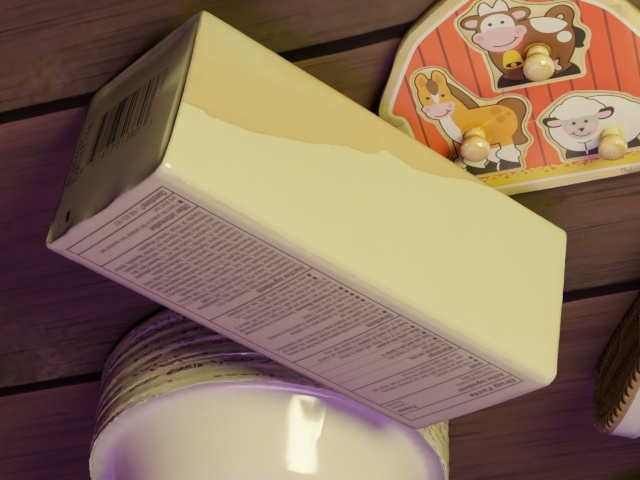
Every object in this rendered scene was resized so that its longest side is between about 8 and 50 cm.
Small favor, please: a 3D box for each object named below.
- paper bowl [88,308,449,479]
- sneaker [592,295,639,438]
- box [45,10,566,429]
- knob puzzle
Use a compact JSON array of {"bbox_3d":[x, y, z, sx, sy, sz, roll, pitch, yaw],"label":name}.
[{"bbox_3d":[-0.041,0.180,1.184,0.284,0.148,0.284,2,140,2],"label":"paper bowl"},{"bbox_3d":[0.312,0.067,1.069,0.153,0.099,0.282,13,145,-5],"label":"sneaker"},{"bbox_3d":[0.000,0.000,0.975,0.311,0.121,0.148,30,144,-28],"label":"box"},{"bbox_3d":[0.129,-0.094,0.948,0.213,0.030,0.213,2,139,2],"label":"knob puzzle"}]
